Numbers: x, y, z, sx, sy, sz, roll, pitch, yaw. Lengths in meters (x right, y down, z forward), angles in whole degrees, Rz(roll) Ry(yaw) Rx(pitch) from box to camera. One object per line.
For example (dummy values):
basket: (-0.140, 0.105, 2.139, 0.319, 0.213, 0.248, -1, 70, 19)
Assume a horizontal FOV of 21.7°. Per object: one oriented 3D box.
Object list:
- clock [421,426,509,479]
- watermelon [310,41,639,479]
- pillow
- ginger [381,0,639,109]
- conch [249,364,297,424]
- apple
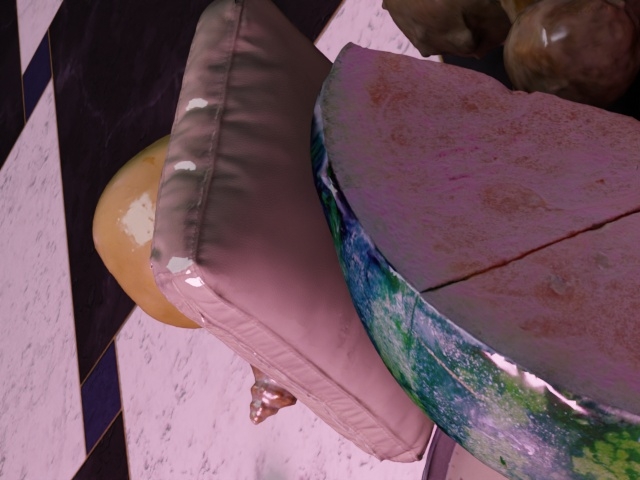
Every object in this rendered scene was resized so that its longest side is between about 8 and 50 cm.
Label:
clock: (0.144, 0.183, 1.170, 0.226, 0.049, 0.226, -36, 46, 50)
watermelon: (0.130, 0.057, 1.065, 0.222, 0.319, 0.292, 97, -173, -47)
pillow: (0.000, 0.000, 1.221, 0.120, 0.322, 0.255, -11, 56, 32)
ginger: (0.156, -0.219, 1.212, 0.244, 0.155, 0.304, -66, 28, 15)
conch: (0.009, 0.062, 1.431, 0.137, 0.114, 0.234, -19, 26, 47)
apple: (-0.126, -0.014, 1.621, 0.200, 0.200, 0.200, -35, 48, 52)
